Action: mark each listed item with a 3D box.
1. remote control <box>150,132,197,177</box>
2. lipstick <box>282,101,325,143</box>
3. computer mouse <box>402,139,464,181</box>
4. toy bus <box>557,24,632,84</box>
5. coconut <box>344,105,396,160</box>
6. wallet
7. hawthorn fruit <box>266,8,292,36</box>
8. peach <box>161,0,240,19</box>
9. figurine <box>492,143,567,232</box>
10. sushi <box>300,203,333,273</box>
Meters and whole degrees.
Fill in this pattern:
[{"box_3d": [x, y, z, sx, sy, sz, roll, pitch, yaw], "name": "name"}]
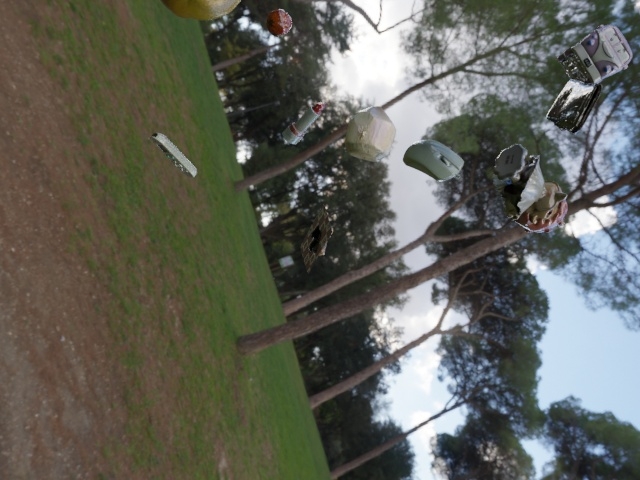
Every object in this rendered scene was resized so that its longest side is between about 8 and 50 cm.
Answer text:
[{"box_3d": [-0.541, -0.317, 1.721, 0.078, 0.042, 0.221, 17, -25, 42], "name": "remote control"}, {"box_3d": [-0.050, -0.413, 1.590, 0.063, 0.186, 0.057, -5, 62, -53], "name": "lipstick"}, {"box_3d": [0.274, -0.201, 1.132, 0.182, 0.089, 0.056, 43, -9, 41], "name": "computer mouse"}, {"box_3d": [0.808, -0.539, 1.367, 0.141, 0.142, 0.202, 59, 19, -3], "name": "toy bus"}, {"box_3d": [0.212, -0.461, 1.977, 0.224, 0.225, 0.233, -138, -122, -73], "name": "coconut"}, {"box_3d": [0.688, -0.370, 1.265, 0.255, 0.031, 0.137, -61, 173, -64], "name": "wallet"}, {"box_3d": [-0.136, -0.732, 1.559, 0.093, 0.093, 0.092, 161, -90, -81], "name": "hawthorn fruit"}, {"box_3d": [-0.307, -0.677, 1.168, 0.153, 0.252, 0.250, 148, -77, -85], "name": "peach"}, {"box_3d": [0.626, -0.117, 1.331, 0.387, 0.206, 0.166, 37, -27, -33], "name": "figurine"}, {"box_3d": [0.000, 0.000, 1.591, 0.192, 0.040, 0.210, -60, -159, 21], "name": "sushi"}]
